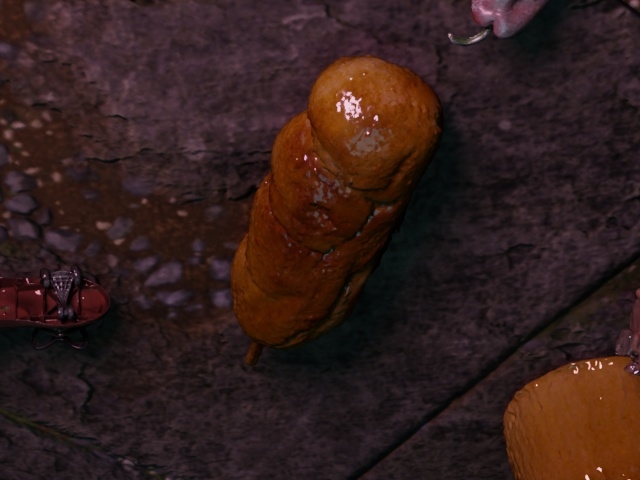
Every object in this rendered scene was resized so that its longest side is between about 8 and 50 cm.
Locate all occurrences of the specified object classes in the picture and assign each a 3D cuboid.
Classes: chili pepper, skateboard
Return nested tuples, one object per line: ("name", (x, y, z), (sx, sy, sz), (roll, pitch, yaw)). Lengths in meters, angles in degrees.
("chili pepper", (0.145, -0.187, 1.048), (0.050, 0.041, 0.153), (15, 120, -45))
("skateboard", (-0.250, 0.060, 1.280), (0.151, 0.067, 0.080), (2, 145, -10))

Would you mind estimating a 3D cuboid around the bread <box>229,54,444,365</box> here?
("bread", (0.000, -0.001, 1.204), (0.124, 0.084, 0.344), (12, 135, -14))

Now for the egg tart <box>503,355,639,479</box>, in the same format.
("egg tart", (0.270, 0.213, 1.393), (0.203, 0.147, 0.202), (-2, 134, -2))

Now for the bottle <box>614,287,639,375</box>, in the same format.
("bottle", (0.321, 0.072, 1.285), (0.152, 0.099, 0.099), (5, 136, -9))
